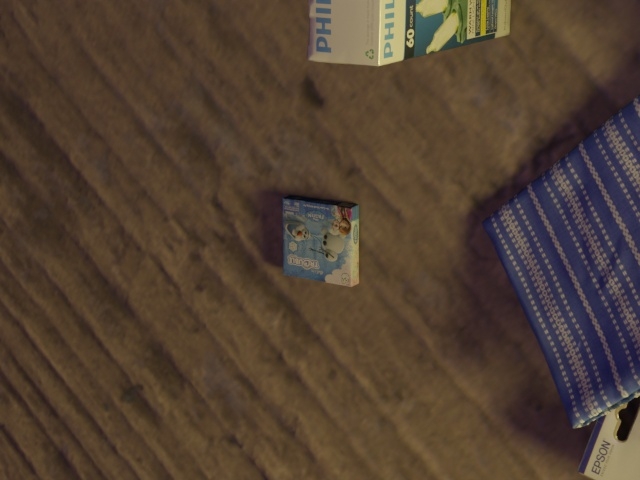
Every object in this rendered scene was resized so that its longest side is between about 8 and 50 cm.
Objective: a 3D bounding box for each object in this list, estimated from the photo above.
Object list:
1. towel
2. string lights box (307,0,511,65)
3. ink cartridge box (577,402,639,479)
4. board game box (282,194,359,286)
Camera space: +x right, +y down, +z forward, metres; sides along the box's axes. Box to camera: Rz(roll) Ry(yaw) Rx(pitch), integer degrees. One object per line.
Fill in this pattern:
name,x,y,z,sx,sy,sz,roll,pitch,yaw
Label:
towel,0.300,-0.007,1.225,0.336,0.040,0.243,-42,58,37
string lights box,0.086,-0.239,1.220,0.076,0.259,0.133,10,109,31
ink cartridge box,0.418,0.216,1.249,0.332,0.065,0.165,27,116,23
board game box,0.000,0.000,1.486,0.090,0.020,0.090,9,109,31
